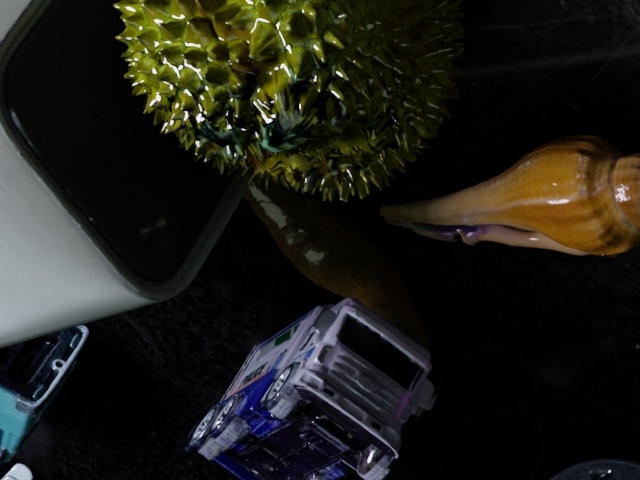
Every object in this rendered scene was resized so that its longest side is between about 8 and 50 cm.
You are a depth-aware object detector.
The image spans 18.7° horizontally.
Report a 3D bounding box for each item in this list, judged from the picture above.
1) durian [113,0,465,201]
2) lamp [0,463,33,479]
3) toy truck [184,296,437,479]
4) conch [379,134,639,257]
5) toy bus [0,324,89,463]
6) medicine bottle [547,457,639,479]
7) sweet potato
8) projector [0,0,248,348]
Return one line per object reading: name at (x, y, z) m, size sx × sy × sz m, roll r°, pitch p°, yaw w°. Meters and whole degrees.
durian at (-0.024, -0.155, 1.463) m, size 0.291 × 0.224 × 0.291 m, roll 7°, pitch 167°, yaw 2°
lamp at (-0.436, 0.297, 2.074) m, size 0.301 × 0.247 × 0.247 m, roll 44°, pitch 94°, yaw -1°
toy truck at (-0.001, 0.134, 1.692) m, size 0.124 × 0.155 × 0.268 m, roll 36°, pitch 153°, yaw -9°
conch at (0.177, -0.038, 1.561) m, size 0.109 × 0.093 × 0.330 m, roll 10°, pitch 177°, yaw -42°
toy bus at (-0.369, 0.102, 1.902) m, size 0.256 × 0.128 × 0.147 m, roll 26°, pitch 137°, yaw 4°
medicine bottle at (0.287, 0.349, 1.807) m, size 0.141 × 0.141 × 0.293 m, roll -1°, pitch 128°, yaw 26°
sweet potato at (0.000, 0.000, 1.689) m, size 0.274 × 0.067 × 0.067 m, roll 46°, pitch 132°, yaw -11°
projector at (-0.234, -0.073, 1.593) m, size 0.249 × 0.248 × 0.248 m, roll -17°, pitch 122°, yaw 37°
